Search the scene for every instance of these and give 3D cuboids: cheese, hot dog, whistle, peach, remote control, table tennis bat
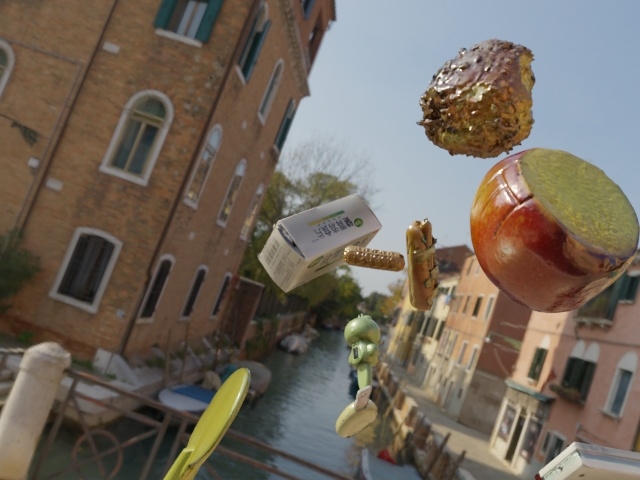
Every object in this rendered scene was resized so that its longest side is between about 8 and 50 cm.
[{"bbox_3d":[0.110,0.462,1.641,0.050,0.127,0.255,59,-24,32],"label":"cheese"},{"bbox_3d":[0.264,0.063,1.533,0.072,0.269,0.109,5,28,25],"label":"hot dog"},{"bbox_3d":[0.167,0.403,2.165,0.141,0.293,0.141,-9,-25,-4],"label":"whistle"},{"bbox_3d":[0.360,-0.004,0.932,0.249,0.245,0.274,4,30,11],"label":"peach"},{"bbox_3d":[0.524,0.410,1.033,0.277,0.102,0.055,15,38,-16],"label":"remote control"},{"bbox_3d":[-0.253,0.434,1.270,0.054,0.368,0.224,35,-12,-11],"label":"table tennis bat"}]

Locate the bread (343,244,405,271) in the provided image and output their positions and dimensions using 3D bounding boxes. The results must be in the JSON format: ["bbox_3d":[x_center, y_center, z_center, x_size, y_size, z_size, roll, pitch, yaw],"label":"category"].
[{"bbox_3d":[0.133,0.046,1.485,0.157,0.052,0.044,8,-23,13],"label":"bread"}]

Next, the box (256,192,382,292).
[{"bbox_3d":[-0.002,0.001,1.720,0.333,0.173,0.145,-23,67,-39],"label":"box"}]

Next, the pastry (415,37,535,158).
[{"bbox_3d":[0.466,-0.412,1.780,0.338,0.405,0.292,-6,-42,27],"label":"pastry"}]

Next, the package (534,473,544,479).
[{"bbox_3d":[0.560,0.622,1.350,0.083,0.200,0.022,-19,-27,8],"label":"package"}]
